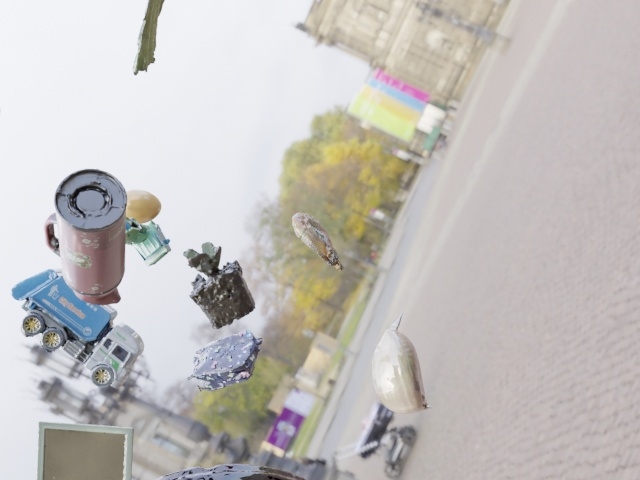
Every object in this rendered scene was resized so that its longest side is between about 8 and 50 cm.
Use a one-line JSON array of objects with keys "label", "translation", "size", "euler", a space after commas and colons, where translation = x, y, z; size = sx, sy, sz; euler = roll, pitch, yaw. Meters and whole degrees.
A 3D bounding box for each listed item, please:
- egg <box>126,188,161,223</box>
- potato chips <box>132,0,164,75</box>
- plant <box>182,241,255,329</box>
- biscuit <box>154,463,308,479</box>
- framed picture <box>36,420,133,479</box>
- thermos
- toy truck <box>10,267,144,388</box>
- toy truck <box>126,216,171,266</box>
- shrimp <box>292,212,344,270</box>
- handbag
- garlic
[{"label": "egg", "translation": [-0.406, -0.075, 2.030], "size": [0.080, 0.096, 0.080], "euler": [-169, 90, -72]}, {"label": "potato chips", "translation": [-0.314, -0.410, 1.700], "size": [0.092, 0.028, 0.207], "euler": [-43, -35, -79]}, {"label": "plant", "translation": [-0.246, 0.102, 2.149], "size": [0.131, 0.203, 0.142], "euler": [-23, 4, 6]}, {"label": "biscuit", "translation": [-0.193, 0.571, 1.891], "size": [0.407, 0.407, 0.091], "euler": [112, 160, -47]}, {"label": "framed picture", "translation": [-0.565, 0.577, 2.168], "size": [0.018, 0.231, 0.293], "euler": [-93, 8, -81]}, {"label": "thermos", "translation": [-0.395, 0.014, 1.517], "size": [0.330, 0.136, 0.109], "euler": [112, 155, -59]}, {"label": "toy truck", "translation": [-0.624, 0.220, 2.326], "size": [0.175, 0.367, 0.146], "euler": [-51, 4, -2]}, {"label": "toy truck", "translation": [-0.366, 0.003, 1.830], "size": [0.067, 0.081, 0.175], "euler": [-39, -13, 8]}, {"label": "shrimp", "translation": [0.000, 0.000, 2.216], "size": [0.101, 0.190, 0.042], "euler": [-10, -35, -48]}, {"label": "handbag", "translation": [-0.286, 0.368, 2.761], "size": [0.260, 0.113, 0.162], "euler": [-23, 38, 35]}, {"label": "garlic", "translation": [0.156, 0.245, 1.782], "size": [0.090, 0.198, 0.128], "euler": [-21, -9, 29]}]
